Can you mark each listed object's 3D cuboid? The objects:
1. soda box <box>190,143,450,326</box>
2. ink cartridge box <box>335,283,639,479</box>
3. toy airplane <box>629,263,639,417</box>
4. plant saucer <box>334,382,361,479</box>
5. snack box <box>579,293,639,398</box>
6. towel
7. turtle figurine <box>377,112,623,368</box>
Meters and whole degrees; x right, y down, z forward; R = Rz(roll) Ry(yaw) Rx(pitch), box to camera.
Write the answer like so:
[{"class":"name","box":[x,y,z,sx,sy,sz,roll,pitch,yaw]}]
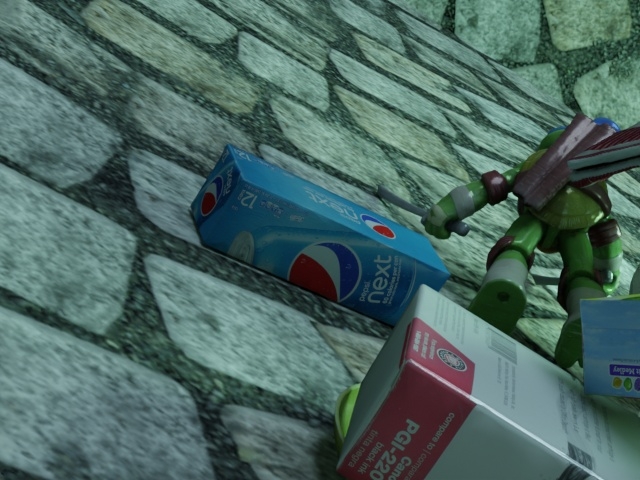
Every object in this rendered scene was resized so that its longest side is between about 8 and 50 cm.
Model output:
[{"class":"soda box","box":[0.000,0.000,1.276,0.210,0.067,0.071,24,19,-25]},{"class":"ink cartridge box","box":[0.129,0.138,0.954,0.218,0.092,0.158,30,17,-1]},{"class":"toy airplane","box":[0.422,0.046,1.418,0.272,0.384,0.386,7,3,21]},{"class":"plant saucer","box":[0.104,0.183,1.007,0.241,0.037,0.241,29,17,-10]},{"class":"snack box","box":[0.299,0.063,0.967,0.207,0.070,0.174,-4,1,-36]},{"class":"towel","box":[0.404,-0.122,1.423,0.329,0.237,0.037,-26,99,-47]},{"class":"turtle figurine","box":[0.206,0.024,1.519,0.198,0.274,0.266,49,30,-25]}]
